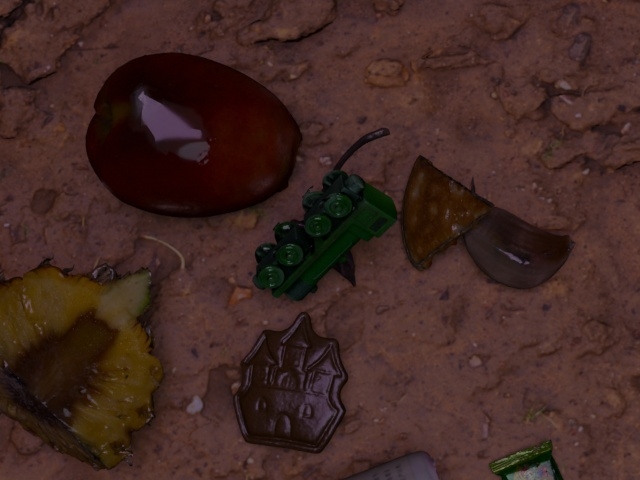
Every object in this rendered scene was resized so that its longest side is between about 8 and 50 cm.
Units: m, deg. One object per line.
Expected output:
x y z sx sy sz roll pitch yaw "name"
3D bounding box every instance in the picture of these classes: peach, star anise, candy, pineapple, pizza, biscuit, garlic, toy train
-0.195 -0.165 1.727 0.338 0.281 0.281 6 76 -30 "peach"
0.030 -0.045 1.663 0.218 0.227 0.148 -41 72 -16 "star anise"
0.338 0.403 1.633 0.102 0.032 0.178 -22 78 -1 "candy"
-0.385 0.165 1.689 0.344 0.209 0.286 47 56 -12 "pineapple"
0.201 -0.057 1.699 0.176 0.036 0.185 -17 72 36 "pizza"
-0.044 0.217 1.681 0.182 0.034 0.215 5 80 15 "biscuit"
0.292 -0.004 1.706 0.198 0.090 0.129 31 67 16 "garlic"
0.000 0.000 1.641 0.119 0.085 0.251 29 122 -25 "toy train"

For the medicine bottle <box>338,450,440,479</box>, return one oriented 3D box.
0.053 0.433 1.577 0.292 0.170 0.170 -21 78 2 "medicine bottle"
